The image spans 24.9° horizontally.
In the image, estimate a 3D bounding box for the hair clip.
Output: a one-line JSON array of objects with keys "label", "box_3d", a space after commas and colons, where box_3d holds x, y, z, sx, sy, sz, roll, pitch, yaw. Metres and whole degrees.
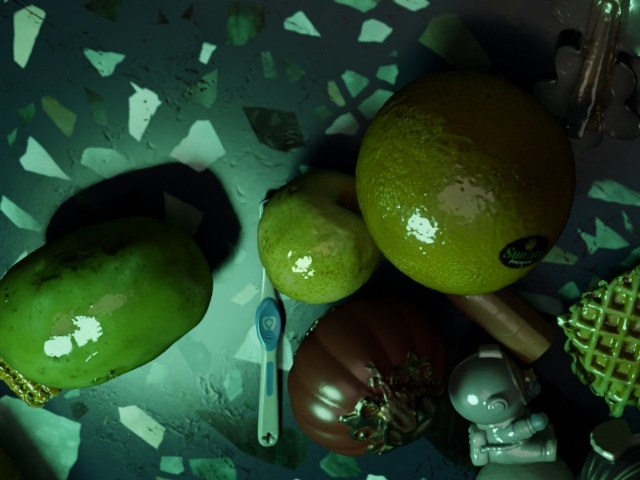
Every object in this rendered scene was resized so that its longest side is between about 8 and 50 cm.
[{"label": "hair clip", "box_3d": [0.330, -0.217, 1.734, 0.146, 0.075, 0.257, 25, 125, 25]}]

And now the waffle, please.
[{"label": "waffle", "box_3d": [0.425, 0.125, 1.892, 0.214, 0.054, 0.208, -29, 108, 18]}]

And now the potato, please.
[{"label": "potato", "box_3d": [-0.295, 0.082, 1.932, 0.304, 0.216, 0.216, -32, 104, 13]}]

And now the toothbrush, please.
[{"label": "toothbrush", "box_3d": [-0.073, 0.120, 2.002, 0.040, 0.040, 0.386, 6, 118, 8]}]

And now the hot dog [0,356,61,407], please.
[{"label": "hot dog", "box_3d": [-0.441, 0.169, 2.083, 0.071, 0.045, 0.165, -35, 104, 24]}]

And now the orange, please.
[{"label": "orange", "box_3d": [0.173, -0.069, 1.745, 0.274, 0.274, 0.274, 4, 114, 9]}]

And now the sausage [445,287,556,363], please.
[{"label": "sausage", "box_3d": [0.230, 0.089, 1.910, 0.169, 0.065, 0.065, 39, 115, -8]}]

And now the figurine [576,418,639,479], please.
[{"label": "figurine", "box_3d": [0.478, 0.392, 1.863, 0.361, 0.253, 0.211, 19, 129, -24]}]

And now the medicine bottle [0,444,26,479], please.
[{"label": "medicine bottle", "box_3d": [-0.546, 0.374, 2.097, 0.224, 0.224, 0.384, -26, 105, 20]}]

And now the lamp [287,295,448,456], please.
[{"label": "lamp", "box_3d": [0.067, 0.183, 1.899, 0.227, 0.227, 0.227, 4, 114, 9]}]

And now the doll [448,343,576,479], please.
[{"label": "doll", "box_3d": [0.251, 0.272, 1.947, 0.151, 0.151, 0.287, -16, 105, 17]}]

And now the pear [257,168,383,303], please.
[{"label": "pear", "box_3d": [0.000, 0.000, 1.861, 0.178, 0.178, 0.178, 4, 114, 9]}]
